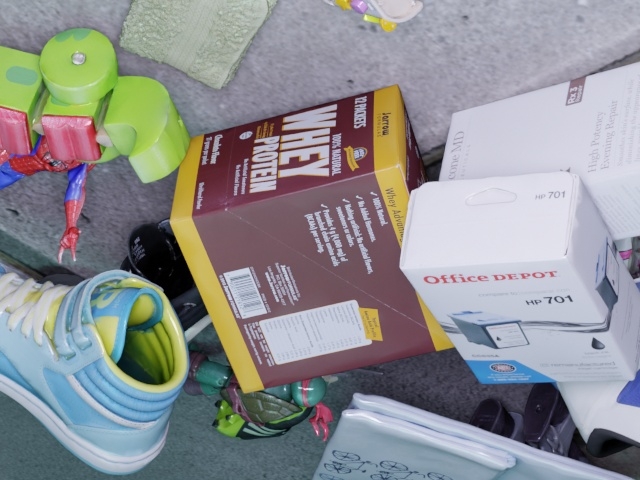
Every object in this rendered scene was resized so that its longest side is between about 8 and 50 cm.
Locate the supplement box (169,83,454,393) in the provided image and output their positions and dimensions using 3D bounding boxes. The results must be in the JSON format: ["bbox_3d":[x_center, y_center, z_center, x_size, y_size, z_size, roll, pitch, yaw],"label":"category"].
[{"bbox_3d":[0.000,0.000,1.437,0.194,0.129,0.191,-13,123,11],"label":"supplement box"}]

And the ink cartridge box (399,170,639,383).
[{"bbox_3d":[0.163,0.035,1.347,0.139,0.082,0.191,-4,147,27],"label":"ink cartridge box"}]

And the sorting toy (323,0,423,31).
[{"bbox_3d":[0.024,-0.195,1.308,0.075,0.045,0.083,12,154,42],"label":"sorting toy"}]

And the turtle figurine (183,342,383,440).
[{"bbox_3d":[-0.065,0.136,1.793,0.234,0.118,0.175,0,146,32],"label":"turtle figurine"}]

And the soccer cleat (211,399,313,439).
[{"bbox_3d":[-0.052,0.195,1.934,0.072,0.060,0.179,22,155,-31],"label":"soccer cleat"}]

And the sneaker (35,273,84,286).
[{"bbox_3d":[-0.319,0.075,1.837,0.178,0.072,0.077,8,159,20],"label":"sneaker"}]

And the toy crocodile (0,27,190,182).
[{"bbox_3d":[-0.272,-0.123,1.460,0.340,0.105,0.115,13,149,10],"label":"toy crocodile"}]

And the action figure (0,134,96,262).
[{"bbox_3d":[-0.306,-0.046,1.582,0.280,0.139,0.091,-13,140,33],"label":"action figure"}]

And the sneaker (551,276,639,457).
[{"bbox_3d":[0.336,0.100,1.430,0.315,0.182,0.127,-31,155,25],"label":"sneaker"}]

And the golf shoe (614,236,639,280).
[{"bbox_3d":[0.246,0.010,1.506,0.086,0.067,0.186,12,149,6],"label":"golf shoe"}]

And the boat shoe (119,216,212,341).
[{"bbox_3d":[-0.132,0.024,1.624,0.340,0.127,0.113,-18,135,39],"label":"boat shoe"}]

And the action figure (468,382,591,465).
[{"bbox_3d":[0.268,0.263,1.867,0.185,0.099,0.285,-10,141,34],"label":"action figure"}]

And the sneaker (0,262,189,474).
[{"bbox_3d":[-0.251,0.064,1.579,0.319,0.127,0.208,35,140,0],"label":"sneaker"}]

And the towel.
[{"bbox_3d":[-0.103,-0.181,1.382,0.110,0.027,0.148,22,148,-11],"label":"towel"}]

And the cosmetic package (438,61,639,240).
[{"bbox_3d":[0.209,-0.063,1.362,0.231,0.117,0.085,-13,139,35],"label":"cosmetic package"}]

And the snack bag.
[{"bbox_3d":[0.167,0.266,1.786,0.342,0.037,0.323,17,156,-1],"label":"snack bag"}]
